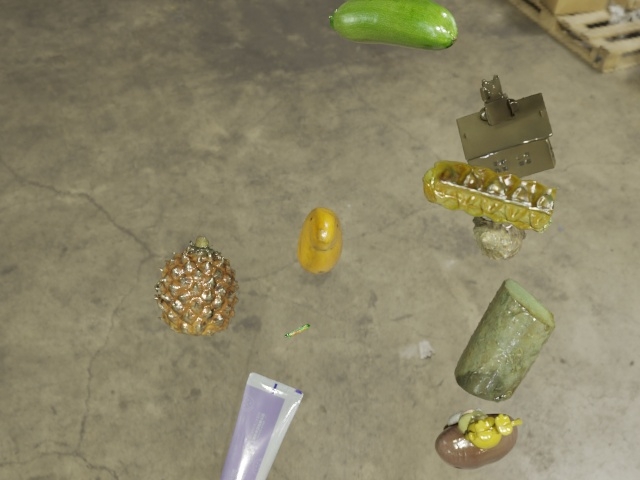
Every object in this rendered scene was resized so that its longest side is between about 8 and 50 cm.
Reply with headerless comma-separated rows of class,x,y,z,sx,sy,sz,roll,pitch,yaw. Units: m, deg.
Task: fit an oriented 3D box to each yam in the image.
yam,0.435,0.240,1.435,0.161,0.268,0.161,22,19,-8

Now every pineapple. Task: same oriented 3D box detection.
pineapple,-0.239,0.086,1.193,0.166,0.193,0.166,5,4,0

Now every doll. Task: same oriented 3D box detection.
doll,0.273,0.320,1.020,0.145,0.188,0.096,-8,60,-29

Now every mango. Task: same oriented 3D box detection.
mango,0.005,0.001,1.563,0.109,0.262,0.157,5,73,-11

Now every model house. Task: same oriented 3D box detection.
model house,0.455,-0.293,1.525,0.211,0.243,0.204,-15,20,20

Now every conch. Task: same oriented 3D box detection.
conch,0.465,-0.027,1.578,0.207,0.130,0.155,-17,79,-43

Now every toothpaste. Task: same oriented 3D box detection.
toothpaste,-0.155,0.479,1.305,0.125,0.080,0.371,19,87,8

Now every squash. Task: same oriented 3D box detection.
squash,0.143,-0.471,1.309,0.107,0.107,0.395,-28,33,-25

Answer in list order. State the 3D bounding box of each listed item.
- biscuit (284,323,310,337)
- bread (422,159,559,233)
biscuit,-0.072,0.292,1.970,0.089,0.046,0.016,-27,86,-1
bread,0.338,-0.093,1.241,0.270,0.098,0.087,16,33,8
